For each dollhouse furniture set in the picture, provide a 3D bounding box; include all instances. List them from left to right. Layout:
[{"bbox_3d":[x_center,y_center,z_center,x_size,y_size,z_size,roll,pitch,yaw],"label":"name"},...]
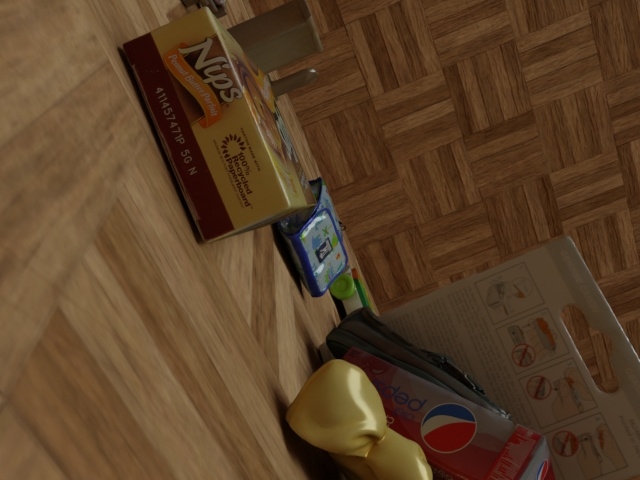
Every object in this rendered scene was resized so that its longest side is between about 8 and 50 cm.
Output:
[{"bbox_3d":[-0.139,-0.454,1.112,0.303,0.173,0.356,50,19,-76],"label":"dollhouse furniture set"}]

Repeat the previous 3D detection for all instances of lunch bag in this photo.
[{"bbox_3d":[-0.016,-0.005,1.032,0.151,0.096,0.129,-82,155,-51],"label":"lunch bag"}]

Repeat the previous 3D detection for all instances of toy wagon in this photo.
[{"bbox_3d":[0.110,0.230,1.490,0.267,0.068,0.345,59,11,-62],"label":"toy wagon"}]

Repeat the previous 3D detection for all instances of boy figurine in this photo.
[{"bbox_3d":[0.059,0.239,0.655,0.177,0.092,0.285,27,-30,52],"label":"boy figurine"}]

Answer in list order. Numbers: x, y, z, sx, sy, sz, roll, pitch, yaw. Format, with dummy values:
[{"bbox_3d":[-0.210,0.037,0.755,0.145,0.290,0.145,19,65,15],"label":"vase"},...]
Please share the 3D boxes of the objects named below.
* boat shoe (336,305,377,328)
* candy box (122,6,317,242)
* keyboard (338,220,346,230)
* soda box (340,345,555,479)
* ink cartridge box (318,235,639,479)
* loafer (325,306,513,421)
[{"bbox_3d":[0.092,0.206,1.149,0.105,0.113,0.306,53,-2,-8],"label":"boat shoe"},{"bbox_3d":[-0.084,-0.105,0.696,0.316,0.087,0.183,-46,114,-85],"label":"candy box"},{"bbox_3d":[-0.007,-0.053,1.453,0.100,0.038,0.192,34,4,22],"label":"keyboard"},{"bbox_3d":[0.119,0.218,0.734,0.263,0.083,0.092,19,-36,43],"label":"soda box"},{"bbox_3d":[0.216,0.210,0.870,0.091,0.384,0.308,44,24,-57],"label":"ink cartridge box"},{"bbox_3d":[0.127,0.158,0.830,0.267,0.084,0.096,25,-32,35],"label":"loafer"}]
